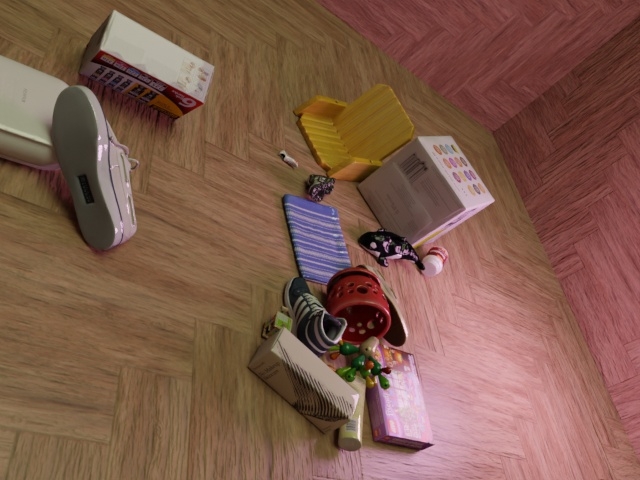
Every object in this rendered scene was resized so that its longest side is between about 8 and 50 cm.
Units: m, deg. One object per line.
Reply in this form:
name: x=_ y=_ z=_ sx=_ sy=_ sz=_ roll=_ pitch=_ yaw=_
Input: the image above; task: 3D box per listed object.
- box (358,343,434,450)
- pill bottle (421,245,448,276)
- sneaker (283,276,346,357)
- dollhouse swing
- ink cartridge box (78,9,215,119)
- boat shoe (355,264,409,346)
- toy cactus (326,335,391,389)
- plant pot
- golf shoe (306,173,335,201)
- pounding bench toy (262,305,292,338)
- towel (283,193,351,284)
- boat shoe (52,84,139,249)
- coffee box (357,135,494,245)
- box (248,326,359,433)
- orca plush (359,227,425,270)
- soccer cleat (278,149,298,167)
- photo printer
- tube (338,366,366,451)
box: x=0.223 y=0.458 z=1.659 sx=0.201 sy=0.057 sz=0.293 roll=23 pitch=42 yaw=-33
pill bottle: x=0.459 y=0.087 z=2.263 sx=0.086 sy=0.086 sz=0.152 roll=49 pitch=34 yaw=-1
sneaker: x=-0.016 y=0.196 z=1.554 sx=0.099 sy=0.153 sz=0.282 roll=24 pitch=41 yaw=-34
dollhouse swing: x=0.144 y=-0.465 z=2.244 sx=0.315 sy=0.305 sz=0.347 roll=-1 pitch=59 yaw=-49
ink cartridge box: x=-0.514 y=-0.486 z=1.625 sx=0.309 sy=0.272 sz=0.130 roll=22 pitch=73 yaw=-34
boat shoe: x=0.215 y=0.208 z=1.854 sx=0.098 sy=0.109 sz=0.302 roll=0 pitch=52 yaw=-47
toy cactus: x=0.112 y=0.324 z=1.571 sx=0.219 sy=0.112 sz=0.180 roll=21 pitch=35 yaw=21
plant pot: x=0.109 y=0.190 z=1.675 sx=0.191 sy=0.191 sz=0.174 roll=33 pitch=32 yaw=-24
golf shoe: x=-0.018 y=-0.192 z=2.004 sx=0.094 sy=0.077 sz=0.198 roll=22 pitch=19 yaw=13
pounding bench toy: x=-0.115 y=0.223 z=1.494 sx=0.052 sy=0.065 sz=0.083 roll=33 pitch=37 yaw=-22
towel: x=0.000 y=0.000 z=1.866 sx=0.243 sy=0.040 sz=0.336 roll=16 pitch=47 yaw=-39
boat shoe: x=-0.494 y=-0.171 z=1.298 sx=0.156 sy=0.136 sz=0.367 roll=-38 pitch=118 yaw=-68
coffee box: x=0.431 y=-0.193 z=2.274 sx=0.334 sy=0.338 sz=0.337 roll=-15 pitch=71 yaw=-53
box: x=-0.039 y=0.356 z=1.413 sx=0.275 sy=0.113 sz=0.094 roll=42 pitch=36 yaw=-9
orca plush: x=0.288 y=0.030 z=2.076 sx=0.287 sy=0.102 sz=0.151 roll=33 pitch=56 yaw=-18
soccer cleat: x=-0.117 y=-0.293 z=2.027 sx=0.083 sy=0.029 sz=0.035 roll=47 pitch=42 yaw=2
photo printer: x=-0.712 y=-0.302 z=1.281 sx=0.307 sy=0.107 sz=0.256 roll=19 pitch=45 yaw=-38
tube: x=0.085 y=0.452 z=1.514 sx=0.240 sy=0.062 sz=0.070 roll=-82 pitch=157 yaw=-55
